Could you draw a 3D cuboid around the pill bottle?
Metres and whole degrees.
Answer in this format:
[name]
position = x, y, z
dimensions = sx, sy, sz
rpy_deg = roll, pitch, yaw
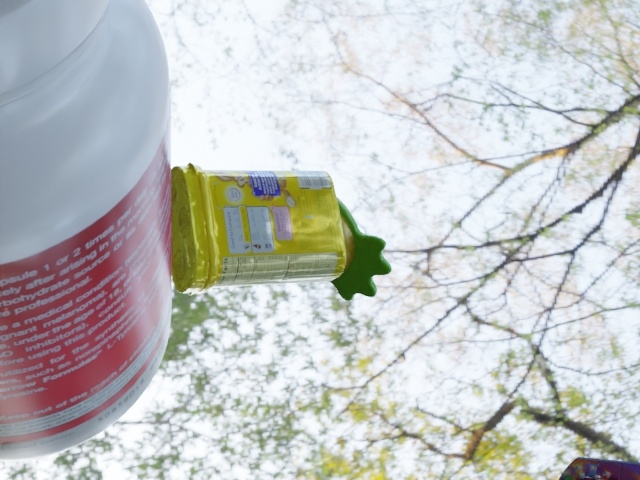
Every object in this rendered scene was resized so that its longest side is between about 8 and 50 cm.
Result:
[pill bottle]
position = -0.203, -0.040, 0.572
dimensions = 0.229, 0.229, 0.408
rpy_deg = 57, -23, 24

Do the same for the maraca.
[maraca]
position = 0.000, 0.000, 1.167
dimensions = 0.185, 0.099, 0.127
rpy_deg = 34, -50, 7

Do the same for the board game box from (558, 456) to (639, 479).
[board game box]
position = 0.381, 0.350, 1.223
dimensions = 0.168, 0.033, 0.133
rpy_deg = 6, -92, 1

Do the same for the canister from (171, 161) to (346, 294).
[canister]
position = -0.066, -0.013, 0.979
dimensions = 0.073, 0.169, 0.126
rpy_deg = -32, -116, 57
